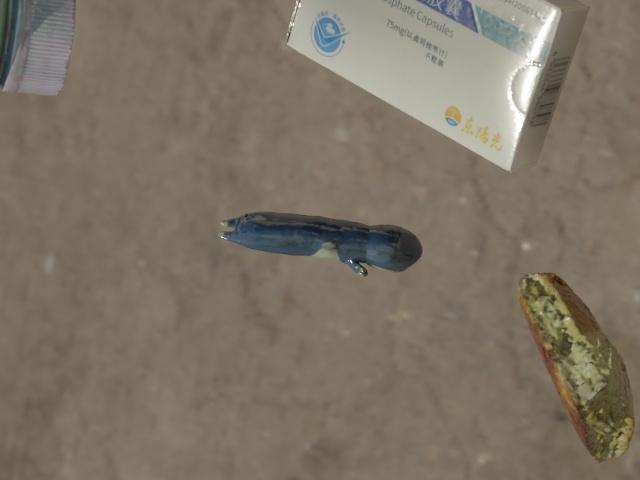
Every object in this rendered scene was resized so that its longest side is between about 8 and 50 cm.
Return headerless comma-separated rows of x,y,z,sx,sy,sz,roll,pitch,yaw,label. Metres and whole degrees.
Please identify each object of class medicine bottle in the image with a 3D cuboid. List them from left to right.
-0.330,-0.196,1.660,0.139,0.225,0.139,-175,90,-73,medicine bottle

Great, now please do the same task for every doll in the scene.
0.000,0.000,1.179,0.037,0.125,0.027,-83,-1,-63,doll

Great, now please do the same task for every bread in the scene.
0.198,0.109,1.414,0.054,0.136,0.154,-21,32,3,bread

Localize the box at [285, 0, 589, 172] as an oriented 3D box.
0.124,-0.241,2.186,0.343,0.065,0.200,32,120,30,box
